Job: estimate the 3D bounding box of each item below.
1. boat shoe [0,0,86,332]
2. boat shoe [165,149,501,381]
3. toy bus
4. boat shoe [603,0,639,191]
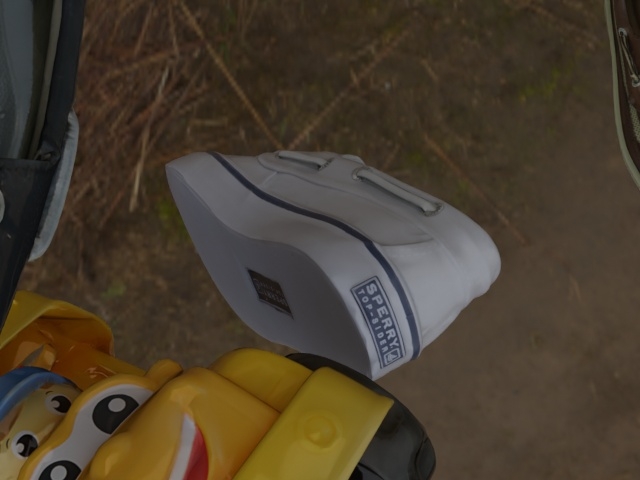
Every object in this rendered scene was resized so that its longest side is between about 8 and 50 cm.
[{"bbox_3d":[-0.125,-0.023,0.387,0.114,0.302,0.091,22,138,-31],"label":"boat shoe"},{"bbox_3d":[0.000,0.000,0.698,0.084,0.258,0.095,-28,116,-16],"label":"boat shoe"},{"bbox_3d":[-0.085,0.089,0.504,0.211,0.149,0.220,34,157,11],"label":"toy bus"},{"bbox_3d":[0.244,-0.118,0.982,0.095,0.257,0.095,-13,152,1],"label":"boat shoe"}]
